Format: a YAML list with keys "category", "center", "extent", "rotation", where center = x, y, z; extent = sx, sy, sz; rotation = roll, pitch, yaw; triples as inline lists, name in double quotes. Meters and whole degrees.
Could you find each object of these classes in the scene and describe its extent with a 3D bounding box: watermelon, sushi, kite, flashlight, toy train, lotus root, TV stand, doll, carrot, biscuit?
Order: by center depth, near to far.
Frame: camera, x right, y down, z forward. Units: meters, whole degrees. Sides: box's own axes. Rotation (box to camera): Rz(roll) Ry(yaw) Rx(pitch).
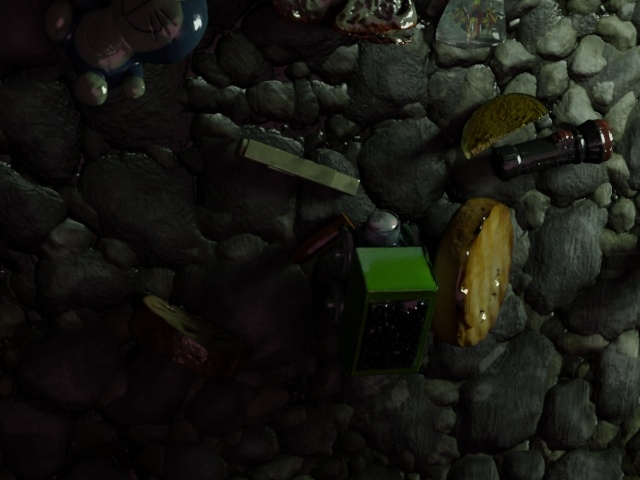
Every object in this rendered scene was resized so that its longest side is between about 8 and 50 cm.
- category: "doll"
  center: [-0.312, -0.355, 1.707]
  extent: [0.258, 0.154, 0.228]
  rotation: [-31, 76, 11]
- category: "sushi"
  center: [0.021, -0.439, 1.776]
  extent: [0.332, 0.124, 0.130]
  rotation: [12, 117, -18]
- category: "kite"
  center: [0.292, -0.474, 1.883]
  extent: [0.141, 0.015, 0.245]
  rotation: [-1, 111, -15]
- category: "toy train"
  center: [0.114, 0.112, 1.913]
  extent: [0.173, 0.249, 0.307]
  rotation: [-2, 131, -12]
- category: "TV stand"
  center: [-0.040, -0.136, 1.917]
  extent: [0.249, 0.042, 0.036]
  rotation: [19, 84, -20]
- category: "lotus root"
  center: [-0.239, 0.193, 1.931]
  extent: [0.261, 0.170, 0.074]
  rotation: [30, 97, -16]
- category: "watermelon"
  center: [0.338, -0.232, 1.943]
  extent: [0.181, 0.092, 0.075]
  rotation: [-28, 100, 7]
- category: "biscuit"
  center: [0.285, 0.059, 1.955]
  extent: [0.102, 0.296, 0.296]
  rotation: [13, 112, 28]
- category: "carrot"
  center: [0.000, 0.000, 1.973]
  extent: [0.139, 0.048, 0.048]
  rotation: [-33, 113, 2]
- category: "flashlight"
  center: [0.450, -0.176, 1.990]
  extent: [0.232, 0.093, 0.093]
  rotation: [-12, 112, -5]
